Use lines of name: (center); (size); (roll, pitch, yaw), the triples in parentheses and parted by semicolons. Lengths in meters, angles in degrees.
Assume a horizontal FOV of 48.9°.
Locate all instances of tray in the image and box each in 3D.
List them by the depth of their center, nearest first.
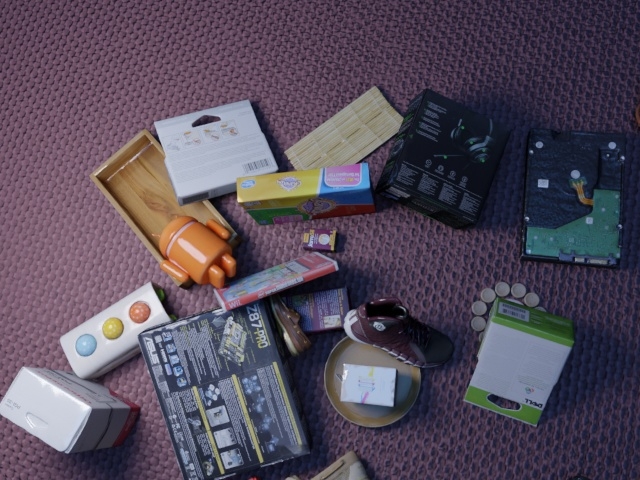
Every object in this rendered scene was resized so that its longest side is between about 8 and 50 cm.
tray: (-0.416, -0.087, 1.894); (0.203, 0.076, 0.411); (-41, 74, -2)

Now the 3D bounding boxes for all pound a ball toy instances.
pound a ball toy: (-0.472, 0.250, 1.789); (0.319, 0.136, 0.208); (-31, 74, 1)

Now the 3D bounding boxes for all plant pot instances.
plant pot: (0.128, 0.338, 1.735); (0.236, 0.032, 0.236); (-2, 76, 7)

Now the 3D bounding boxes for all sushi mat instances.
sushi mat: (0.068, -0.274, 1.896); (0.316, 0.019, 0.151); (-36, 76, -1)

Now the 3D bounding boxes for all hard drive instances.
hard drive: (0.627, -0.107, 1.753); (0.237, 0.064, 0.339); (4, 77, 9)

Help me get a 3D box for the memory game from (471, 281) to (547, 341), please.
memory game: (0.463, 0.192, 1.732); (0.186, 0.012, 0.186); (-2, 76, 8)

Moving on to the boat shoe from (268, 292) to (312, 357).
boat shoe: (-0.075, 0.191, 1.702); (0.060, 0.064, 0.178); (-24, 82, -2)

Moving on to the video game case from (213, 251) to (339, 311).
video game case: (-0.113, 0.095, 1.714); (0.285, 0.204, 0.025); (-20, 100, -11)

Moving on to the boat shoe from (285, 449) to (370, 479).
boat shoe: (-0.049, 0.611, 1.658); (0.341, 0.121, 0.110); (-24, 70, -9)

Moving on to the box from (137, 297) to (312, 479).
box: (-0.227, 0.358, 1.695); (0.318, 0.097, 0.395); (-18, 92, 6)

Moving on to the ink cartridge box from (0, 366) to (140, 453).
ink cartridge box: (-0.592, 0.406, 1.692); (0.207, 0.283, 0.117); (26, 82, 13)

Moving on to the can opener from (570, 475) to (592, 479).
can opener: (0.638, 0.601, 1.587); (0.186, 0.073, 0.059); (38, 76, 5)

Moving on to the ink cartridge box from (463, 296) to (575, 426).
ink cartridge box: (0.463, 0.288, 1.664); (0.189, 0.097, 0.255); (18, 118, 10)

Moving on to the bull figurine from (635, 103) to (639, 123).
bull figurine: (0.947, -0.347, 1.748); (0.310, 0.101, 0.188); (1, 73, 6)

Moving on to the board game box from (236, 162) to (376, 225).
board game box: (-0.027, -0.111, 1.757); (0.316, 0.242, 0.064); (-6, 77, 7)

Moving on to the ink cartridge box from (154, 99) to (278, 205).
ink cartridge box: (-0.280, -0.237, 1.878); (0.275, 0.060, 0.239); (-17, 66, -15)

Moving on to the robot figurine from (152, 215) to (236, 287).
robot figurine: (-0.308, 0.023, 1.751); (0.219, 0.128, 0.158); (36, 99, 13)

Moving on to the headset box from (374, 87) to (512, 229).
headset box: (0.305, -0.207, 1.750); (0.246, 0.131, 0.283); (23, 81, -9)

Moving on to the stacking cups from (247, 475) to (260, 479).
stacking cups: (-0.262, 0.689, 1.678); (0.316, 0.096, 0.096); (-35, 74, -2)

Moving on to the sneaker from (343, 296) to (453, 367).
sneaker: (0.205, 0.211, 1.650); (0.281, 0.162, 0.106); (16, 59, -10)

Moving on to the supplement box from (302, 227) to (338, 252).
supplement box: (0.000, 0.000, 1.828); (0.083, 0.043, 0.055); (4, 78, 10)

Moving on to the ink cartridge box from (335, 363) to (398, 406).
ink cartridge box: (0.108, 0.343, 1.673); (0.143, 0.092, 0.090); (3, 78, 10)

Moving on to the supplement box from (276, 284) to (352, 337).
supplement box: (-0.015, 0.183, 1.767); (0.188, 0.081, 0.104); (-10, 76, 6)
